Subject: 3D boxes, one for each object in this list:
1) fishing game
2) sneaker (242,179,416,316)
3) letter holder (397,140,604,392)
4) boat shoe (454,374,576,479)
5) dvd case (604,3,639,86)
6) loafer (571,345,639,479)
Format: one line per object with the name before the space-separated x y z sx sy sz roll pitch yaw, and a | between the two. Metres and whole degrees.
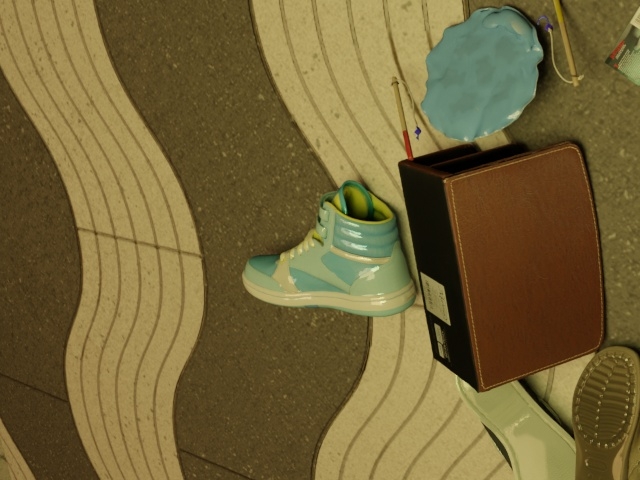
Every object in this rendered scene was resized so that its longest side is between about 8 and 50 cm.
fishing game | 0.212 -0.217 1.233 0.264 0.041 0.189 -27 61 32
sneaker | 0.000 0.000 1.508 0.319 0.127 0.208 4 114 30
letter holder | 0.256 0.019 1.289 0.152 0.214 0.301 -146 42 -68
boat shoe | 0.312 0.289 1.394 0.114 0.091 0.302 -32 85 12
dvd case | 0.410 -0.216 1.115 0.119 0.013 0.087 39 131 20
loafer | 0.410 0.275 1.296 0.102 0.092 0.268 14 102 47
